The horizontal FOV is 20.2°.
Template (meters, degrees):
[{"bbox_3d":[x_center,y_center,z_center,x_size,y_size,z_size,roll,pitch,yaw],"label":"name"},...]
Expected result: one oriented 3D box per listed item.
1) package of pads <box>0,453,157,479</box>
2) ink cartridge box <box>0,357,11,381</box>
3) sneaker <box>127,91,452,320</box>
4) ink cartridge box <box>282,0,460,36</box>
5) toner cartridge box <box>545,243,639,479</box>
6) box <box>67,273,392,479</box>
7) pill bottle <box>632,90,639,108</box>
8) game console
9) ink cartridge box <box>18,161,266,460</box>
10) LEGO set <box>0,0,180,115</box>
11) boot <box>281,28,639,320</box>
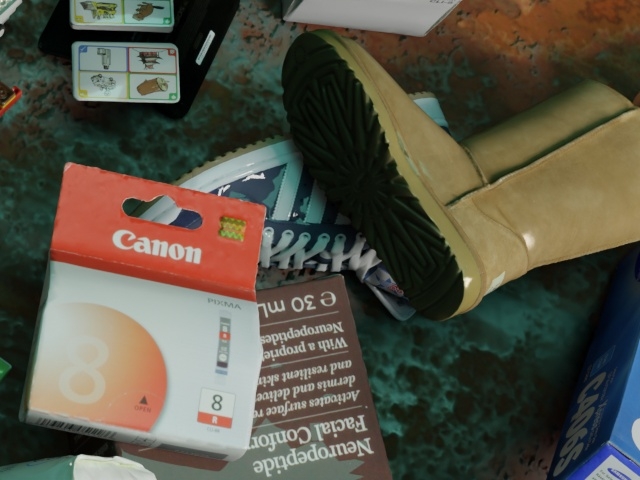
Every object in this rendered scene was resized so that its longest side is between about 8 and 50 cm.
[{"bbox_3d":[-0.201,0.289,1.102,0.101,0.229,0.296,20,61,-58],"label":"package of pads"},{"bbox_3d":[-0.265,0.080,1.150,0.109,0.209,0.062,38,67,-5],"label":"ink cartridge box"},{"bbox_3d":[0.000,0.000,1.324,0.282,0.099,0.153,-21,80,-26],"label":"sneaker"},{"bbox_3d":[0.044,-0.265,1.401,0.128,0.127,0.176,5,72,-18],"label":"ink cartridge box"},{"bbox_3d":[0.271,0.123,1.290,0.165,0.075,0.348,40,31,-5],"label":"toner cartridge box"},{"bbox_3d":[-0.046,0.229,1.219,0.191,0.143,0.381,-10,79,-21],"label":"box"},{"bbox_3d":[0.370,-0.069,1.450,0.246,0.130,0.130,7,72,-17],"label":"pill bottle"},{"bbox_3d":[-0.136,-0.167,1.376,0.107,0.071,0.122,40,63,-37],"label":"game console"},{"bbox_3d":[-0.107,0.042,1.159,0.145,0.045,0.179,12,73,-15],"label":"ink cartridge box"},{"bbox_3d":[-0.231,-0.169,1.324,0.244,0.060,0.182,-1,64,-11],"label":"LEGO set"},{"bbox_3d":[0.122,-0.073,1.317,0.269,0.089,0.236,-23,82,-42],"label":"boot"}]
